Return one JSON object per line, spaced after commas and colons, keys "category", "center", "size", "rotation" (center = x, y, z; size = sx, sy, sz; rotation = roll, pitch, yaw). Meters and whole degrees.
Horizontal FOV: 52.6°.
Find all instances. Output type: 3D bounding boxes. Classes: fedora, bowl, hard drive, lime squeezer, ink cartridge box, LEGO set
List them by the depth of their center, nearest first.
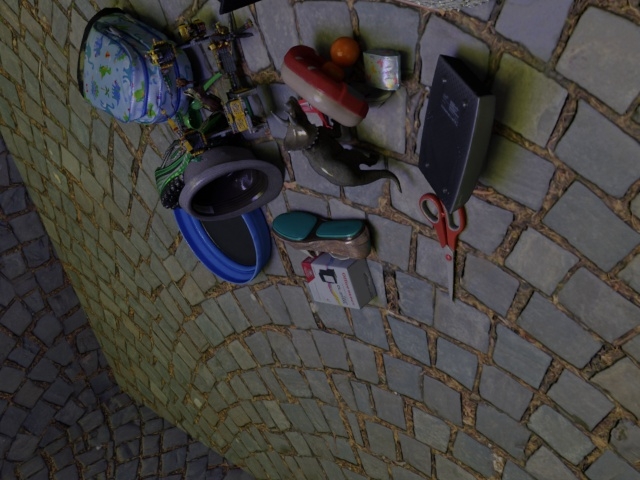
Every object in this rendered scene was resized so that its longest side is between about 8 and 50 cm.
{"category": "hard drive", "center": [0.250, -0.196, 1.203], "size": [0.172, 0.054, 0.255], "rotation": [-114, 20, -43]}
{"category": "LEGO set", "center": [-0.262, -0.355, 1.530], "size": [0.192, 0.254, 0.332], "rotation": [-143, 42, -67]}
{"category": "ink cartridge box", "center": [0.047, 0.102, 1.714], "size": [0.175, 0.072, 0.128], "rotation": [5, 122, 47]}
{"category": "fedora", "center": [-0.249, -0.167, 1.715], "size": [0.244, 0.275, 0.124], "rotation": [77, 169, -63]}
{"category": "lime squeezer", "center": [-0.326, -0.350, 1.778], "size": [0.110, 0.058, 0.310], "rotation": [38, 141, 21]}
{"category": "bowl", "center": [-0.304, -0.050, 1.980], "size": [0.391, 0.077, 0.391], "rotation": [29, 137, 31]}

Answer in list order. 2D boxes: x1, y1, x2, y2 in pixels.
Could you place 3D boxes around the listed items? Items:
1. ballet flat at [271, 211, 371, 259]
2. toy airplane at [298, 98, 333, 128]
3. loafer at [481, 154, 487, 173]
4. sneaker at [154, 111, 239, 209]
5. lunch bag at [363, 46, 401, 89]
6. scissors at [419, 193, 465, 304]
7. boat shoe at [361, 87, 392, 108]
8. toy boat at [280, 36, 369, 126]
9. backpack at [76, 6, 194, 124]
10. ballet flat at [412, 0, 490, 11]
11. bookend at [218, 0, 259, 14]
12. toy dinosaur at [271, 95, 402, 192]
{"category": "ballet flat", "center": [0.000, 0.000, 1.665], "size": [0.315, 0.107, 0.106], "rotation": [11, 140, 44]}
{"category": "toy airplane", "center": [0.003, -0.289, 1.482], "size": [0.151, 0.028, 0.151], "rotation": [22, 132, 27]}
{"category": "loafer", "center": [0.294, -0.184, 1.233], "size": [0.039, 0.045, 0.125], "rotation": [30, 141, 39]}
{"category": "sneaker", "center": [-0.356, -0.244, 1.775], "size": [0.343, 0.134, 0.146], "rotation": [-43, 65, 27]}
{"category": "lunch bag", "center": [0.129, -0.339, 1.282], "size": [0.083, 0.053, 0.071], "rotation": [29, 137, 45]}
{"category": "scissors", "center": [0.289, 0.023, 1.422], "size": [0.109, 0.021, 0.297], "rotation": [3, 119, 45]}
{"category": "boat shoe", "center": [0.115, -0.293, 1.355], "size": [0.100, 0.035, 0.035], "rotation": [-7, 140, 46]}
{"category": "toy boat", "center": [0.024, -0.344, 1.319], "size": [0.151, 0.151, 0.231], "rotation": [-56, 42, 13]}
{"category": "backpack", "center": [-0.501, -0.445, 1.749], "size": [0.355, 0.273, 0.290], "rotation": [26, 115, 17]}
{"category": "ballet flat", "center": [0.141, -0.455, 1.106], "size": [0.408, 0.147, 0.147], "rotation": [17, 130, 39]}
{"category": "bookend", "center": [-0.198, -0.570, 1.368], "size": [0.156, 0.157, 0.072], "rotation": [43, 142, 14]}
{"category": "toy dinosaur", "center": [0.031, -0.178, 1.409], "size": [0.313, 0.160, 0.121], "rotation": [45, 135, -1]}
